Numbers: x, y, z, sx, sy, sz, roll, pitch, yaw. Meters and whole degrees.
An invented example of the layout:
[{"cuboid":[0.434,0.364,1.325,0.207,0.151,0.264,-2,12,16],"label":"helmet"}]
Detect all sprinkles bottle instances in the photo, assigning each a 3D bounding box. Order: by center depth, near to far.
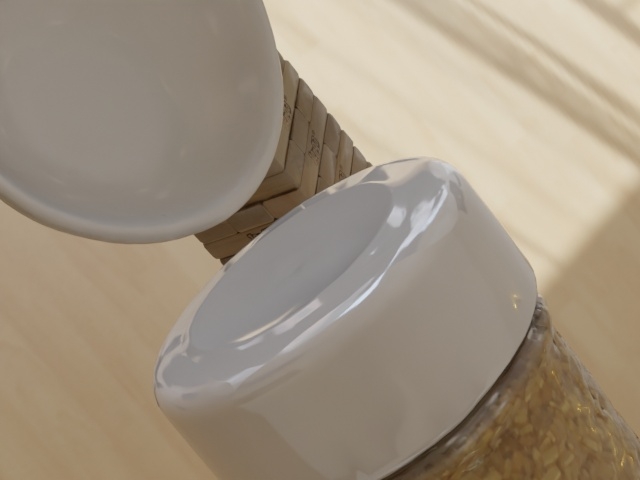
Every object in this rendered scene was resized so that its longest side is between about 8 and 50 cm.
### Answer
[{"cuboid":[0.093,0.140,0.480,0.355,0.121,0.121,52,43,-18],"label":"sprinkles bottle"}]

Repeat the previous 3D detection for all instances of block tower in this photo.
[{"cuboid":[0.000,0.000,0.929,0.335,0.091,0.097,48,34,-37],"label":"block tower"}]

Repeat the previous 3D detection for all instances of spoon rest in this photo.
[{"cuboid":[-0.088,-0.126,0.529,0.137,0.084,0.276,2,63,-26],"label":"spoon rest"}]
